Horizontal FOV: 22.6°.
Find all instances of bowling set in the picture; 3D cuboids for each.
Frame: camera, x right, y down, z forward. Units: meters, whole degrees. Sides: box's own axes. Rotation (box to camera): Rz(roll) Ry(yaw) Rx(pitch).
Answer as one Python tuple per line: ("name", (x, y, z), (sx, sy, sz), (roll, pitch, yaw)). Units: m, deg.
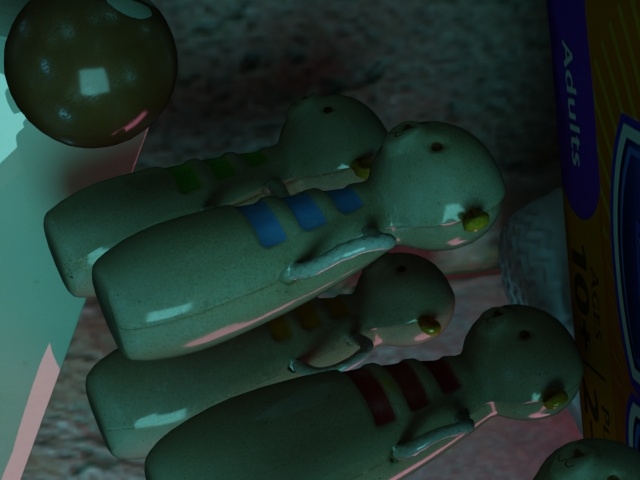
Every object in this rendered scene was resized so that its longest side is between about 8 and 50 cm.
("bowling set", (0.000, 0.000, 0.515), (0.154, 0.287, 0.199), (-21, 111, -15))

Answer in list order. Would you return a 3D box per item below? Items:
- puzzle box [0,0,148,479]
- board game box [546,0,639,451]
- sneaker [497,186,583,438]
("puzzle box", (-0.291, -0.010, 0.584), (0.409, 0.052, 0.272), (15, 120, -18))
("board game box", (0.293, 0.090, 0.428), (0.356, 0.356, 0.356), (-9, 103, -7))
("sneaker", (0.237, 0.070, 0.677), (0.210, 0.137, 0.366), (-38, 119, 8))
